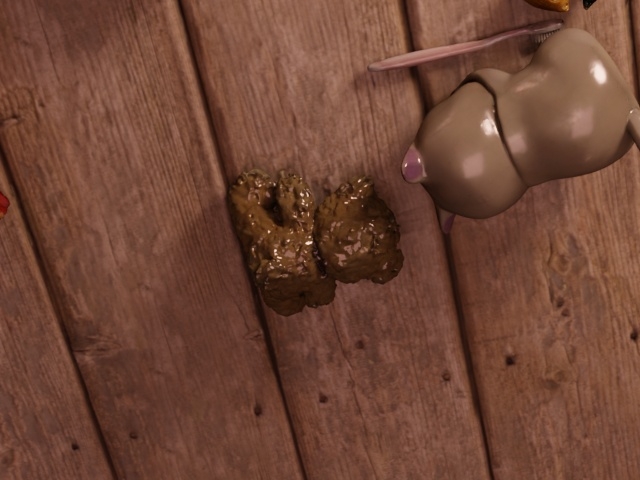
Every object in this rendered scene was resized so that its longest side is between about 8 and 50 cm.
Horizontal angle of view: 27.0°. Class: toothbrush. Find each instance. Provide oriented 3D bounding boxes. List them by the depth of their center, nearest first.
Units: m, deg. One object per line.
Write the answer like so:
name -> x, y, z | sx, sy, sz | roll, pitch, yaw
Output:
toothbrush -> 0.223, -0.292, 2.043 | 0.307, 0.025, 0.030 | -12, 126, 3

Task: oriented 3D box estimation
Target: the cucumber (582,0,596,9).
cucumber -> 0.419, -0.480, 1.929 | 0.072, 0.072, 0.300 | 6, 120, -6

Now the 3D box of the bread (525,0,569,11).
bread -> 0.331, -0.368, 1.980 | 0.081, 0.083, 0.046 | 24, 94, 21

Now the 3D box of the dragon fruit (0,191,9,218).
dragon fruit -> -0.654, -0.032, 2.081 | 0.330, 0.240, 0.302 | -20, 90, -16

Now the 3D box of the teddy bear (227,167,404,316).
teddy bear -> 0.000, 0.000, 2.115 | 0.256, 0.156, 0.267 | -18, 116, 5

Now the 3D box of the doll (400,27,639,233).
doll -> 0.314, -0.170, 2.014 | 0.370, 0.226, 0.215 | -17, 149, 16
